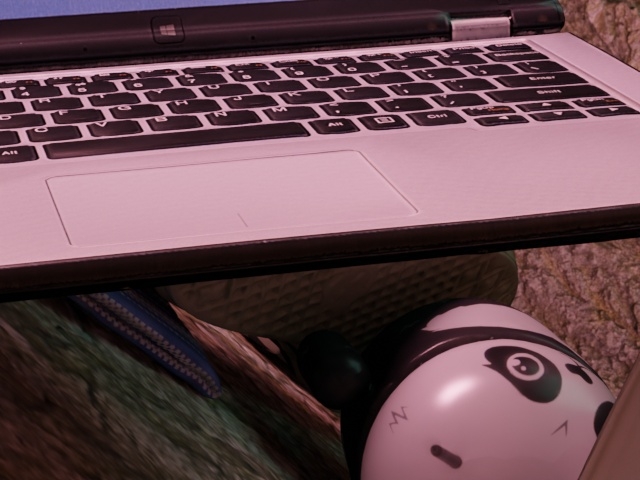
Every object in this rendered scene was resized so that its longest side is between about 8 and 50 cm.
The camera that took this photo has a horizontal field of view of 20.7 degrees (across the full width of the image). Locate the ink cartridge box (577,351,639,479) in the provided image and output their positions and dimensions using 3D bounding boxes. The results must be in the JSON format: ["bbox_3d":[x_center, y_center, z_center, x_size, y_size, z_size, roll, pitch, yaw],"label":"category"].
[{"bbox_3d":[0.257,0.150,0.777,0.279,0.160,0.385,25,-6,13],"label":"ink cartridge box"}]

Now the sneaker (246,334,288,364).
[{"bbox_3d":[0.000,0.062,1.487,0.153,0.094,0.235,43,3,-14],"label":"sneaker"}]

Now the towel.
[{"bbox_3d":[-0.206,-0.050,1.056,0.336,0.040,0.243,48,4,38],"label":"towel"}]

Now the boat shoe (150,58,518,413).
[{"bbox_3d":[0.000,0.000,1.216,0.156,0.187,0.500,51,9,28],"label":"boat shoe"}]

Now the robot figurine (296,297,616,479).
[{"bbox_3d":[0.103,0.127,1.110,0.278,0.209,0.174,-116,-166,-82],"label":"robot figurine"}]

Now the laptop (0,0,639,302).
[{"bbox_3d":[-0.056,-0.159,0.707,0.408,0.382,0.236,-128,-145,-66],"label":"laptop"}]
